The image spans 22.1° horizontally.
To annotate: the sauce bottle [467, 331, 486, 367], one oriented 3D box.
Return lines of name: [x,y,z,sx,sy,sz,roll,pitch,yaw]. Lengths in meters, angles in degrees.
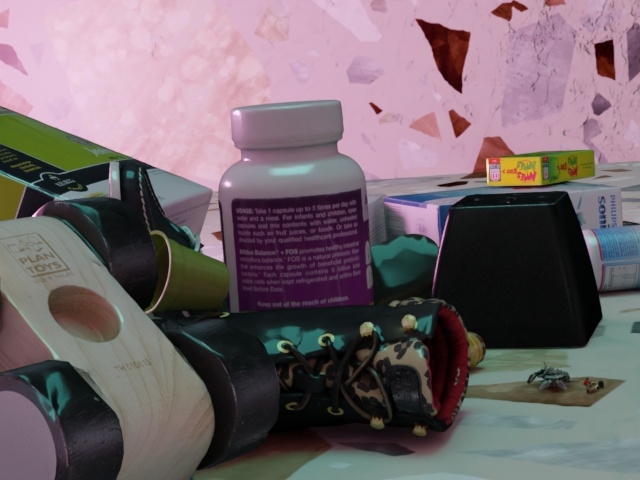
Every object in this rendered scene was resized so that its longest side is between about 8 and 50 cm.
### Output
sauce bottle: [0.131,0.129,1.752,0.042,0.042,0.128,1,12,35]

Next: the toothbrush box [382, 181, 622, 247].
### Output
toothbrush box: [0.269,-0.013,2.418,0.295,0.126,0.216,-5,7,-18]

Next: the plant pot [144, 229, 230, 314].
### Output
plant pot: [-0.134,0.038,1.600,0.079,0.083,0.083,13,-3,-34]

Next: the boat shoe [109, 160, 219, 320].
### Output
boat shoe: [-0.153,0.036,1.703,0.091,0.302,0.114,-9,45,3]

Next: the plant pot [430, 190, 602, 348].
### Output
plant pot: [0.232,0.030,1.960,0.188,0.167,0.187,-1,9,16]

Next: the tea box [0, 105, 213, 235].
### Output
tea box: [-0.353,-0.005,1.968,0.323,0.220,0.329,23,13,11]

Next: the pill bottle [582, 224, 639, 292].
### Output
pill bottle: [0.392,0.025,2.205,0.160,0.087,0.087,-4,8,-7]

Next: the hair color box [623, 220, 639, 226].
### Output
hair color box: [0.473,-0.001,2.525,0.072,0.043,0.141,-5,8,-17]

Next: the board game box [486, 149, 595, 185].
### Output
board game box: [0.337,-0.111,2.486,0.092,0.043,0.181,0,6,35]

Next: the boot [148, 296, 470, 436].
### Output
boot: [-0.033,0.129,1.497,0.284,0.138,0.377,-4,1,18]

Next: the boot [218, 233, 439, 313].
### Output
boot: [0.008,0.087,2.024,0.305,0.112,0.115,-14,-32,2]

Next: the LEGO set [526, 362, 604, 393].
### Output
LEGO set: [0.248,0.139,1.671,0.083,0.023,0.054,-1,8,21]

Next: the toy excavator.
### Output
toy excavator: [-0.312,0.149,1.277,0.433,0.445,0.222,46,31,21]

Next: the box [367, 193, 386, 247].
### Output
box: [0.000,0.000,2.485,0.181,0.119,0.182,-2,8,14]

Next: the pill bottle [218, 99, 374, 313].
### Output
pill bottle: [-0.027,-0.004,1.834,0.169,0.301,0.169,-4,8,1]
